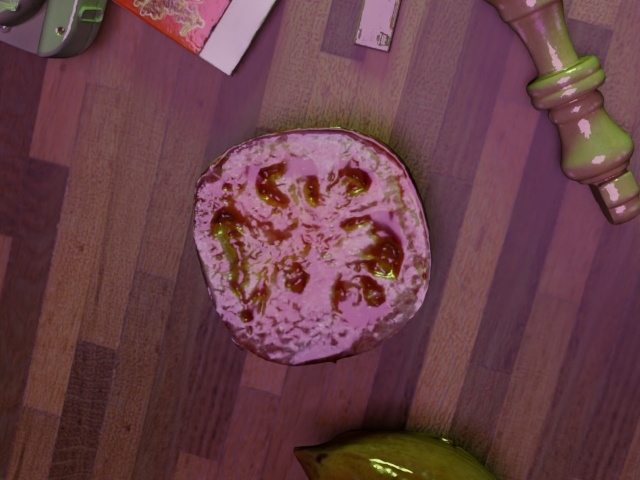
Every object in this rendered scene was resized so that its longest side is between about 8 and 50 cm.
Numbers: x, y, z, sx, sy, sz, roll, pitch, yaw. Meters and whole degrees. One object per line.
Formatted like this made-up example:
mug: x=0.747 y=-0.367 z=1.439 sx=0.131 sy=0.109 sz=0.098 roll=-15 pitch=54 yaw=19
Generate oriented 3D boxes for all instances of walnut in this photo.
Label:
walnut: x=0.115 y=0.359 z=1.785 sx=0.336 sy=0.209 sz=0.209 roll=27 pitch=103 yaw=0

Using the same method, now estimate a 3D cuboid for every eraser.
eraser: x=-0.177 y=-0.352 z=1.760 sx=0.230 sy=0.038 sz=0.157 roll=33 pitch=104 yaw=0

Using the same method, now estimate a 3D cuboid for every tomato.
tomato: x=-0.005 y=-0.001 z=1.756 sx=0.339 sy=0.143 sz=0.338 roll=1 pitch=99 yaw=3

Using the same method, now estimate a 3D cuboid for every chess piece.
chess piece: x=0.322 y=-0.202 z=1.691 sx=0.117 sy=0.117 sz=0.397 roll=-23 pitch=99 yaw=11

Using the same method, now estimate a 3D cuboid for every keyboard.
keyboard: x=0.090 y=-0.340 z=1.740 sx=0.055 sy=0.017 sz=0.165 roll=15 pitch=103 yaw=9

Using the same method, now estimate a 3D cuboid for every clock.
clock: x=-0.437 y=-0.400 z=1.734 sx=0.324 sy=0.108 sz=0.265 roll=16 pitch=102 yaw=12
